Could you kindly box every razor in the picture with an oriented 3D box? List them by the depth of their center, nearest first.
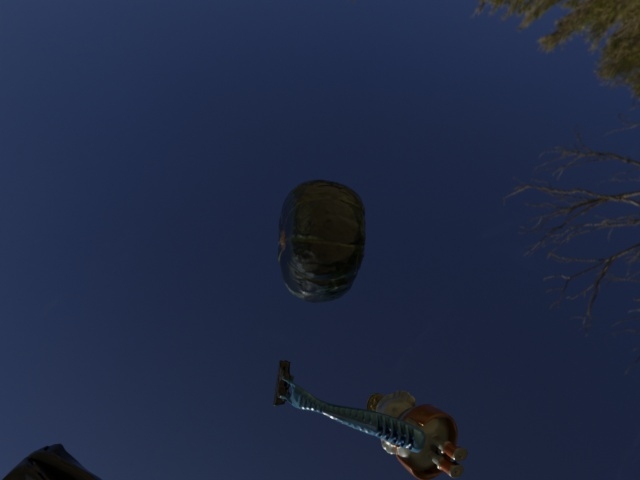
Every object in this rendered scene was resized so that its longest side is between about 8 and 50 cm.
[{"bbox_3d":[0.035,0.265,0.694,0.253,0.042,0.081,13,-81,23],"label":"razor"}]

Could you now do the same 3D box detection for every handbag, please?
[{"bbox_3d":[-0.445,0.584,0.873,0.288,0.342,0.152,-2,-159,32],"label":"handbag"}]

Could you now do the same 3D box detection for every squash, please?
[{"bbox_3d":[0.000,0.000,0.917,0.165,0.252,0.252,4,-126,-14],"label":"squash"}]

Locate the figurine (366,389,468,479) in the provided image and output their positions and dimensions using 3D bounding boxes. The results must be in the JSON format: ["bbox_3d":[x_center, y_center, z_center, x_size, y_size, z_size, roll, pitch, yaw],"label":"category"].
[{"bbox_3d":[0.184,0.399,0.948,0.271,0.143,0.143,15,-125,43],"label":"figurine"}]
